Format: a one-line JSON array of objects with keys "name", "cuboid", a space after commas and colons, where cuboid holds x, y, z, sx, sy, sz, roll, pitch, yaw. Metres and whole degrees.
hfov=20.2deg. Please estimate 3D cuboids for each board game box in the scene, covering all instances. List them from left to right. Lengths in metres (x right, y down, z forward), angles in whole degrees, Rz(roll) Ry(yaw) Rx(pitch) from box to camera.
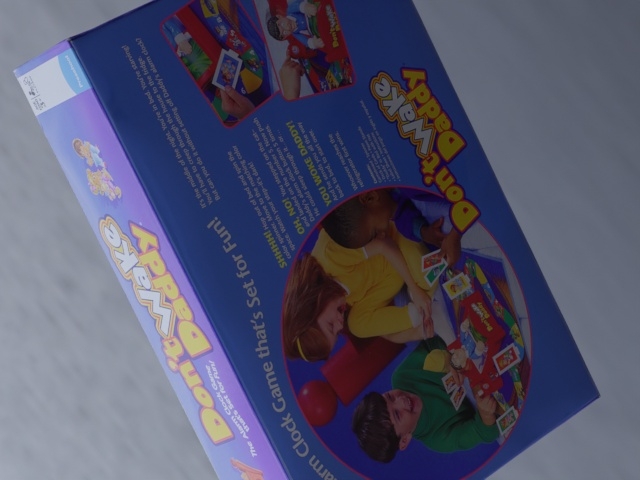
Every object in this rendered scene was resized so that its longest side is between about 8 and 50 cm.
[{"name": "board game box", "cuboid": [0.000, 0.000, 1.089, 0.078, 0.233, 0.347, -16, 102, 56]}]
